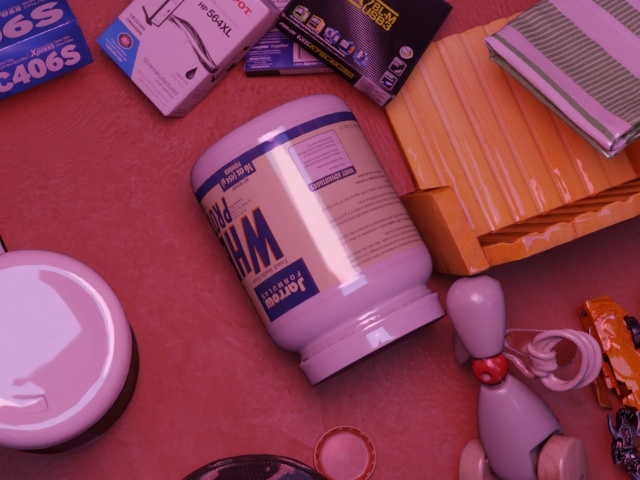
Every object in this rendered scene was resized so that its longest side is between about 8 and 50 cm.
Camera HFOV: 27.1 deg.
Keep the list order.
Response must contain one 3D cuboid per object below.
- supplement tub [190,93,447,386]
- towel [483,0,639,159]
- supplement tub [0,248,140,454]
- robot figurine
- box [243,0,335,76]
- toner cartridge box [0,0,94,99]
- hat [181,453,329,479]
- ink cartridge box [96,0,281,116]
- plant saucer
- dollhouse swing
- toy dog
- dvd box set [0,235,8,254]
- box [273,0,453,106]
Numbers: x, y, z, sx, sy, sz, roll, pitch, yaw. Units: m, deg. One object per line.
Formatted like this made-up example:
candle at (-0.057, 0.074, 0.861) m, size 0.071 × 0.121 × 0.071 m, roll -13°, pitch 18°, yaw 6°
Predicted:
supplement tub at (0.000, 0.000, 1.714) m, size 0.235 × 0.235 × 0.324 m, roll -27°, pitch 82°, yaw -9°
towel at (0.404, -0.266, 1.730) m, size 0.325 × 0.038 × 0.248 m, roll -35°, pitch 64°, yaw -20°
supplement tub at (-0.337, 0.144, 1.615) m, size 0.228 × 0.316 × 0.228 m, roll 1°, pitch 79°, yaw -5°
robot figurine at (0.466, 0.201, 1.796) m, size 0.211 × 0.085 × 0.291 m, roll -17°, pitch 81°, yaw -8°
box at (-0.038, -0.343, 1.864) m, size 0.137 × 0.036 × 0.225 m, roll -2°, pitch 79°, yaw 7°
toner cartridge box at (-0.491, -0.237, 1.755) m, size 0.348 × 0.075 × 0.165 m, roll -24°, pitch 42°, yaw -9°
hat at (-0.089, 0.425, 1.642) m, size 0.332 × 0.134 × 0.331 m, roll 1°, pitch 79°, yaw -4°
ink cartridge box at (-0.176, -0.289, 1.797) m, size 0.203 × 0.086 × 0.148 m, roll -45°, pitch 84°, yaw 12°
plant saucer at (0.032, 0.290, 1.775) m, size 0.084 × 0.013 × 0.083 m, roll 1°, pitch 79°, yaw -6°
dollhouse swing at (0.272, -0.155, 1.758) m, size 0.347 × 0.315 × 0.304 m, roll -19°, pitch 92°, yaw -8°
toy dog at (0.258, 0.186, 1.711) m, size 0.220 × 0.333 × 0.161 m, roll 17°, pitch 34°, yaw 22°
dvd box set at (-0.633, 0.003, 1.669) m, size 0.421 × 0.062 × 0.307 m, roll -23°, pitch 117°, yaw -9°
box at (0.061, -0.306, 1.808) m, size 0.191 × 0.045 × 0.184 m, roll 37°, pitch 65°, yaw -6°
